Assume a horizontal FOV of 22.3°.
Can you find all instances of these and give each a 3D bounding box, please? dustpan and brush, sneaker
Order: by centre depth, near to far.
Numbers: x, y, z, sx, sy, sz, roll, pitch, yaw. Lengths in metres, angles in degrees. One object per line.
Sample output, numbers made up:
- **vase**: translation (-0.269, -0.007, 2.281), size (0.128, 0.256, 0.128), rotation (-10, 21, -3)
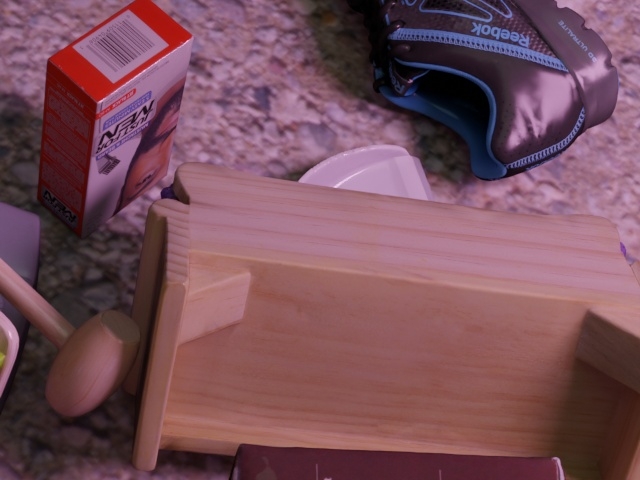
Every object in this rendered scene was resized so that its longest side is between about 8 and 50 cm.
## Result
- **dustpan and brush**: translation (0.000, 0.000, 1.199), size (0.211, 0.060, 0.147), rotation (-13, 64, -14)
- **sneaker**: translation (0.079, -0.193, 1.299), size (0.140, 0.125, 0.341), rotation (-39, 73, -24)

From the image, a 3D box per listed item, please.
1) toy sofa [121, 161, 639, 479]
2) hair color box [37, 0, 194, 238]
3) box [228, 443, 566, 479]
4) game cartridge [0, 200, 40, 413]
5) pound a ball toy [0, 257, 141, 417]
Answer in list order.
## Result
- **toy sofa**: translation (0.051, 0.069, 1.117), size (0.363, 0.150, 0.177), rotation (7, 27, -10)
- **hair color box**: translation (-0.148, -0.084, 1.151), size (0.053, 0.167, 0.093), rotation (42, 59, 13)
- **box**: translation (0.039, 0.235, 0.999), size (0.203, 0.168, 0.167), rotation (3, 61, -6)
- **game cartridge**: translation (-0.307, 0.079, 1.085), size (0.198, 0.062, 0.297), rotation (18, 57, 2)
- **pound a ball toy**: translation (-0.302, 0.053, 1.012), size (0.319, 0.135, 0.208), rotation (33, 26, 11)
